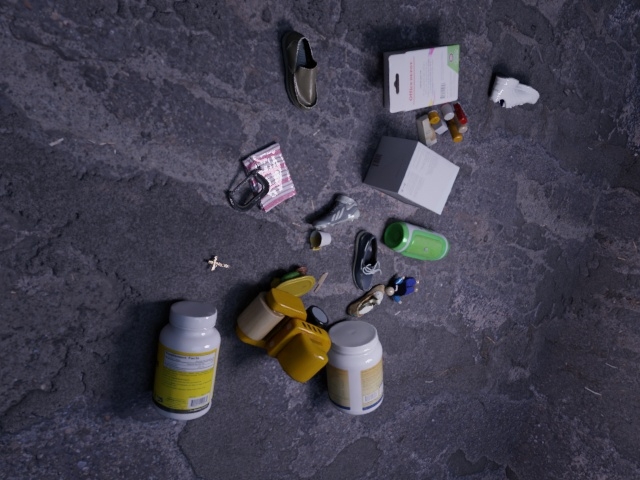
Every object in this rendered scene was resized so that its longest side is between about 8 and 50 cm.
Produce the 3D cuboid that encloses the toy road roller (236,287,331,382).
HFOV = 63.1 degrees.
[{"bbox_3d":[-0.107,0.337,1.789,0.329,0.241,0.202,29,114,-36],"label":"toy road roller"}]

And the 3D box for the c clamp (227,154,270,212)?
[{"bbox_3d":[-0.234,-0.172,1.663,0.161,0.022,0.137,-47,124,3],"label":"c clamp"}]

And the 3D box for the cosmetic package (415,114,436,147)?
[{"bbox_3d":[0.420,-0.434,2.070,0.060,0.041,0.115,-33,124,-24],"label":"cosmetic package"}]

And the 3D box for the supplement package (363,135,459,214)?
[{"bbox_3d":[0.345,-0.247,1.979,0.262,0.198,0.199,20,93,-40],"label":"supplement package"}]

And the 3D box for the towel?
[{"bbox_3d":[-0.164,-0.207,1.719,0.144,0.029,0.197,-34,124,-24],"label":"towel"}]

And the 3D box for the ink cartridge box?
[{"bbox_3d":[0.344,-0.593,1.904,0.353,0.119,0.207,-19,117,-32],"label":"ink cartridge box"}]

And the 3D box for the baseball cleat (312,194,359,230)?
[{"bbox_3d":[0.050,-0.106,1.904,0.205,0.072,0.110,-15,99,-35],"label":"baseball cleat"}]

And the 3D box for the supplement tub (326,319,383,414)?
[{"bbox_3d":[0.134,0.500,2.068,0.228,0.228,0.316,-19,117,-31],"label":"supplement tub"}]

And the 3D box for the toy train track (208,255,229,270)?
[{"bbox_3d":[-0.334,0.076,1.703,0.083,0.014,0.048,19,87,-45],"label":"toy train track"}]

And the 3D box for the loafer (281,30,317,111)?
[{"bbox_3d":[-0.058,-0.528,1.644,0.094,0.087,0.251,-30,122,-26],"label":"loafer"}]

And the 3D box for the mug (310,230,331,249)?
[{"bbox_3d":[0.001,-0.004,1.907,0.064,0.078,0.062,-4,76,-45],"label":"mug"}]

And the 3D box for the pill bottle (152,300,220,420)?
[{"bbox_3d":[-0.416,0.368,1.632,0.187,0.188,0.334,1,105,-37],"label":"pill bottle"}]

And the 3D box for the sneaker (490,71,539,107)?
[{"bbox_3d":[0.845,-0.643,2.295,0.297,0.111,0.129,6,118,-34],"label":"sneaker"}]

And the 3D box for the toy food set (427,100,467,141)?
[{"bbox_3d":[0.501,-0.485,2.045,0.232,0.111,0.105,16,52,-43],"label":"toy food set"}]

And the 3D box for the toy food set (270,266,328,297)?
[{"bbox_3d":[-0.094,0.148,1.880,0.217,0.071,0.128,-12,144,-28],"label":"toy food set"}]

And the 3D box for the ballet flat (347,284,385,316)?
[{"bbox_3d":[0.205,0.254,2.138,0.206,0.067,0.073,-35,122,-23],"label":"ballet flat"}]

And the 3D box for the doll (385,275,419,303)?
[{"bbox_3d":[0.346,0.209,2.228,0.189,0.046,0.129,-5,108,-44],"label":"doll"}]

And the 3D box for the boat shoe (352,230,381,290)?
[{"bbox_3d":[0.189,0.090,2.059,0.095,0.079,0.255,-9,111,-35],"label":"boat shoe"}]

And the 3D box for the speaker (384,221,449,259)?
[{"bbox_3d":[0.402,0.005,2.161,0.296,0.131,0.131,12,98,-39],"label":"speaker"}]
